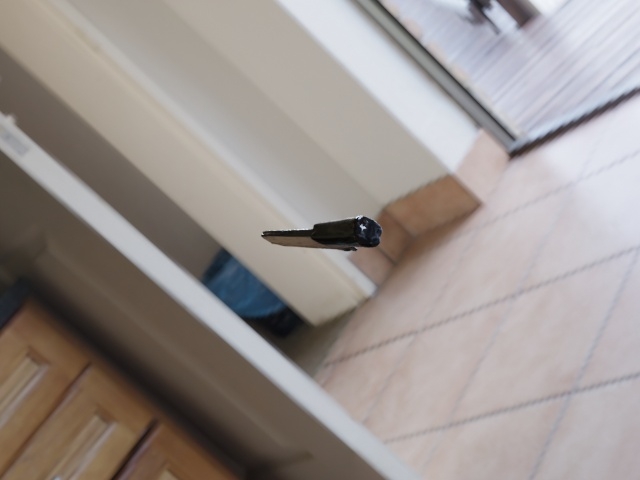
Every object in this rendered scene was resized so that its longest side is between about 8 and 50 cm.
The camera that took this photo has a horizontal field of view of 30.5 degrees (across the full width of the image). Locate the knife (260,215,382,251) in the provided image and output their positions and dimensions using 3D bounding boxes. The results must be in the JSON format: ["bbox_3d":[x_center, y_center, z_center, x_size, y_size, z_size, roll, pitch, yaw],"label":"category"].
[{"bbox_3d":[0.000,0.000,1.191,0.230,0.060,0.028,-3,67,60],"label":"knife"}]
